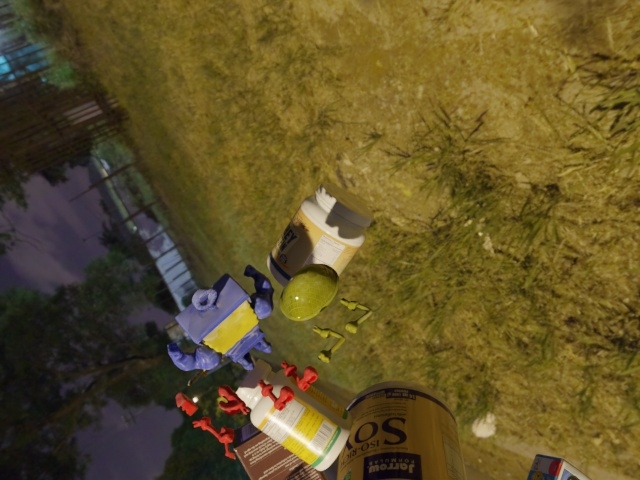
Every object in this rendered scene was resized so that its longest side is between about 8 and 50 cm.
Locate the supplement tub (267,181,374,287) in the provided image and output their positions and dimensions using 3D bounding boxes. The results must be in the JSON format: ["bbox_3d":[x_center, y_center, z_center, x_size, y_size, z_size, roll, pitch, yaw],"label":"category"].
[{"bbox_3d":[0.000,0.000,1.405,0.228,0.316,0.228,31,-162,-11],"label":"supplement tub"}]

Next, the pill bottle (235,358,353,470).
[{"bbox_3d":[-0.054,0.315,0.833,0.208,0.118,0.117,34,164,2],"label":"pill bottle"}]

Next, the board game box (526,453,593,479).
[{"bbox_3d":[0.528,0.658,0.902,0.308,0.302,0.086,36,158,-1],"label":"board game box"}]

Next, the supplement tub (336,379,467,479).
[{"bbox_3d":[0.145,0.450,0.811,0.331,0.241,0.241,-73,-38,-65],"label":"supplement tub"}]

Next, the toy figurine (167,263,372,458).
[{"bbox_3d":[-0.110,0.133,0.723,0.191,0.362,0.217,36,162,43],"label":"toy figurine"}]

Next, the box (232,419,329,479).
[{"bbox_3d":[-0.096,0.715,1.380,0.381,0.191,0.143,63,170,-5],"label":"box"}]
